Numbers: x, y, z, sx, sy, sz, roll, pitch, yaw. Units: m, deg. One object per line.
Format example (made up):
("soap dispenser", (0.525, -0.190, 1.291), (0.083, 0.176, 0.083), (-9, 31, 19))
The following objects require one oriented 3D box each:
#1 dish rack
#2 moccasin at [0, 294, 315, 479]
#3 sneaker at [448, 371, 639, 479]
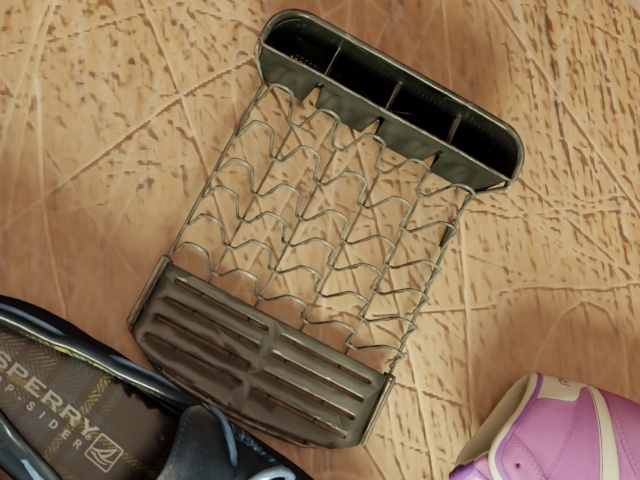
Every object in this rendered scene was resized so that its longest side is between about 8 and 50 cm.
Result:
("dish rack", (0.000, 0.000, 0.654), (0.208, 0.074, 0.271), (28, 73, -5))
("moccasin", (-0.107, 0.155, 0.571), (0.342, 0.117, 0.137), (31, 73, -5))
("sneaker", (0.145, 0.223, 0.617), (0.161, 0.102, 0.282), (23, 57, -11))
